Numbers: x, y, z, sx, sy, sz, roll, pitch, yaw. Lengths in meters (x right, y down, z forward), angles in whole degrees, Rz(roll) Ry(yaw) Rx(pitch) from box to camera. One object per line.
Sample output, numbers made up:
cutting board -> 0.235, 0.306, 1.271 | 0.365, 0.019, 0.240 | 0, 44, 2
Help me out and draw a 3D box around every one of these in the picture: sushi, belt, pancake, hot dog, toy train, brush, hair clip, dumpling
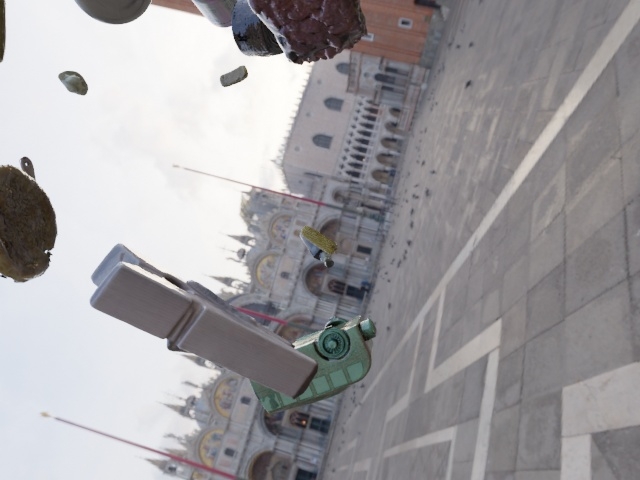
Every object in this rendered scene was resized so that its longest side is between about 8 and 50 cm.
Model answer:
sushi -> -0.030, -0.435, 0.732 | 0.270, 0.171, 0.236 | 52, -155, -50
belt -> -0.171, -0.698, 1.419 | 0.289, 0.164, 0.184 | -51, -41, -46
pancake -> -0.932, -0.051, 1.367 | 0.382, 0.071, 0.382 | 173, 90, -87
hot dog -> -0.211, -0.409, 1.102 | 0.034, 0.090, 0.030 | -27, -76, -54
toy train -> -0.012, 0.284, 1.035 | 0.129, 0.326, 0.159 | -28, -85, -81
brush -> -1.003, -0.149, 1.584 | 0.072, 0.067, 0.313 | -63, -37, -81
hair clip -> -0.148, 0.123, 0.606 | 0.085, 0.331, 0.101 | -53, 33, 1
dumpling -> -0.763, -0.489, 1.367 | 0.052, 0.076, 0.057 | 118, 170, -50

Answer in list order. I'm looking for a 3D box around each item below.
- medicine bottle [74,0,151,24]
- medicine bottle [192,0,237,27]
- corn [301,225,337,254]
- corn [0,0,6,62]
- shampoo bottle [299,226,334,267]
medicine bottle -> -0.463, -0.578, 0.896 | 0.157, 0.288, 0.157 | -28, -28, -17
medicine bottle -> -0.361, -0.833, 1.461 | 0.254, 0.152, 0.152 | 7, -82, -81
corn -> 0.000, 0.000, 0.858 | 0.027, 0.083, 0.028 | -57, -3, 27
corn -> -0.938, -0.623, 1.254 | 0.080, 0.080, 0.231 | -58, -13, -69
shampoo bottle -> -0.011, 0.025, 1.582 | 0.057, 0.063, 0.207 | -54, 41, 13
